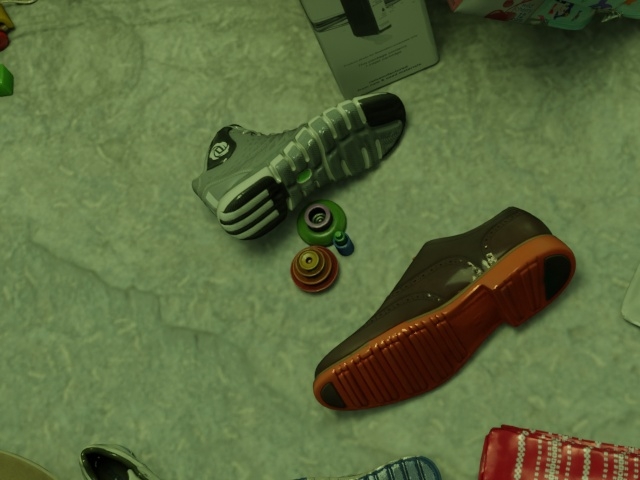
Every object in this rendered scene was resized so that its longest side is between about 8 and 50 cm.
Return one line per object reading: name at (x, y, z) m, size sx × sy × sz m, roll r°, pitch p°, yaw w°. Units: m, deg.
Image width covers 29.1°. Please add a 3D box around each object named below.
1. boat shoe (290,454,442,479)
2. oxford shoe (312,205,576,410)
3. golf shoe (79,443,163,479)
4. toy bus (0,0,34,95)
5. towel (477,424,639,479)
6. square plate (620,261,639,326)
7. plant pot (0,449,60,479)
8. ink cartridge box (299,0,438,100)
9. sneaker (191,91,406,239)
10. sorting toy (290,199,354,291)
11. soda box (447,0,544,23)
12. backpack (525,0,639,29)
boat shoe at (0.021, 0.244, 1.112) m, size 0.183 × 0.066 × 0.066 m, roll -13°, pitch 69°, yaw 1°
oxford shoe at (0.104, 0.065, 1.163) m, size 0.271 × 0.097 × 0.098 m, roll -30°, pitch 46°, yaw -5°
golf shoe at (-0.157, 0.248, 1.140) m, size 0.176 × 0.086 × 0.069 m, roll 29°, pitch 76°, yaw 19°
toy bus at (-0.435, -0.245, 1.378) m, size 0.191 × 0.104 × 0.202 m, roll 7°, pitch 72°, yaw 14°
towel at (0.265, 0.275, 1.069) m, size 0.275 × 0.031 × 0.198 m, roll 8°, pitch 72°, yaw 15°
square plate at (0.498, -0.024, 1.123) m, size 0.344 × 0.049 × 0.347 m, roll 22°, pitch 75°, yaw 18°
plant pot at (-0.360, 0.325, 1.082) m, size 0.284 × 0.284 × 0.190 m, roll 13°, pitch 110°, yaw 17°
ink cartridge box at (0.015, -0.293, 1.207) m, size 0.114 × 0.273 × 0.197 m, roll -24°, pitch 66°, yaw 3°
sneaker at (-0.034, -0.102, 1.252) m, size 0.229 × 0.086 × 0.132 m, roll -33°, pitch 42°, yaw -19°
sorting toy at (0.000, 0.000, 1.224) m, size 0.061 × 0.042 × 0.102 m, roll 0°, pitch 69°, yaw 12°
soda box at (0.123, -0.319, 1.085) m, size 0.092 × 0.083 × 0.263 m, roll 0°, pitch 57°, yaw -36°
backpack at (0.258, -0.320, 1.199) m, size 0.254 × 0.191 × 0.225 m, roll -4°, pitch 63°, yaw -32°
